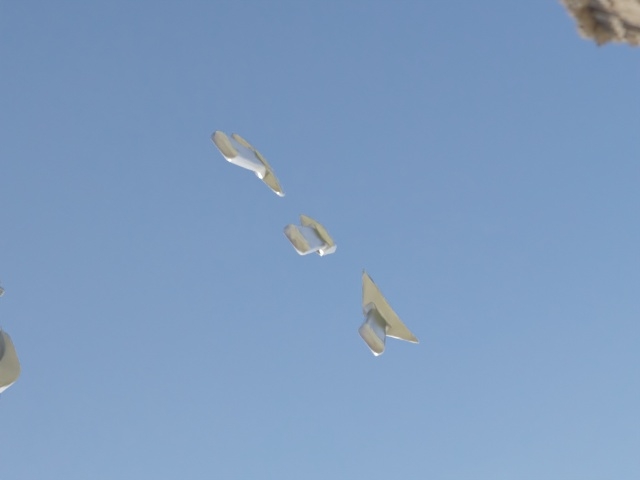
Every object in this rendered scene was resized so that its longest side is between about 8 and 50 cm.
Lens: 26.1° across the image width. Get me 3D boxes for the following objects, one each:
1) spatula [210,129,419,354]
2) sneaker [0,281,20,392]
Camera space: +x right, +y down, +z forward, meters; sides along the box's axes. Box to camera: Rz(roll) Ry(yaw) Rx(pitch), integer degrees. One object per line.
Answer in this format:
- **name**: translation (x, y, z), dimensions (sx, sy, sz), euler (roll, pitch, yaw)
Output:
- **spatula**: translation (0.000, 0.000, 0.786), dimensions (0.019, 0.242, 0.168), euler (-36, -91, 2)
- **sneaker**: translation (-0.239, 0.051, 0.793), dimensions (0.090, 0.235, 0.095), euler (35, -83, -23)
